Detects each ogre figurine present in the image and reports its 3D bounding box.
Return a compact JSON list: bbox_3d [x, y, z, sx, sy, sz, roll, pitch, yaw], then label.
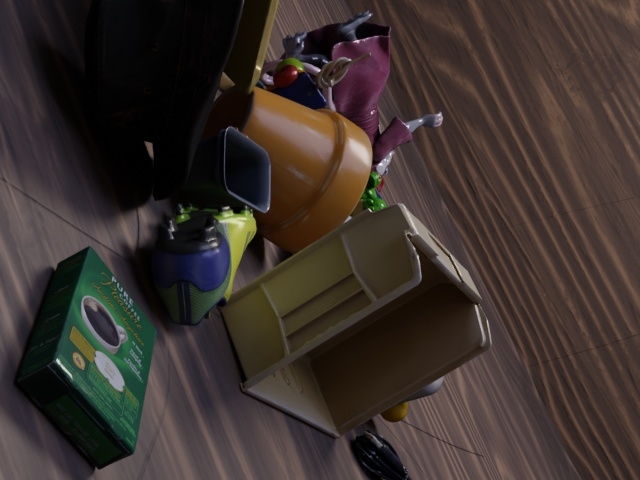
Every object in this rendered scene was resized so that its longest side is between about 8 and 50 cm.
[{"bbox_3d":[0.061,-0.090,2.187,0.197,0.096,0.118,32,21,14],"label":"ogre figurine"}]

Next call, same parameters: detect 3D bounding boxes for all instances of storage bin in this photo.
[{"bbox_3d":[-0.130,-0.089,1.449,0.135,0.091,0.098,31,57,-66],"label":"storage bin"},{"bbox_3d":[0.053,0.103,1.423,0.262,0.260,0.123,40,22,-56],"label":"storage bin"}]

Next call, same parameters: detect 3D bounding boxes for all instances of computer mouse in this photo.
[{"bbox_3d":[0.127,0.384,1.528,0.188,0.072,0.272,54,16,-33],"label":"computer mouse"}]

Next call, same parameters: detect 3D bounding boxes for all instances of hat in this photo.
[{"bbox_3d":[-0.195,-0.213,1.285,0.134,0.331,0.331,13,35,-18],"label":"hat"}]

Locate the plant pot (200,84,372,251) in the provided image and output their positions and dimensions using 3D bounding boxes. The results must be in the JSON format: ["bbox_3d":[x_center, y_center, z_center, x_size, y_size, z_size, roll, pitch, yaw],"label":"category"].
[{"bbox_3d":[-0.065,-0.115,1.596,0.188,0.205,0.205,32,29,-34],"label":"plant pot"}]

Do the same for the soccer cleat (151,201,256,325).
[{"bbox_3d":[-0.133,0.023,1.321,0.289,0.094,0.121,-59,150,-79],"label":"soccer cleat"}]

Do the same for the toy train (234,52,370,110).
[{"bbox_3d":[-0.035,-0.247,1.822,0.105,0.248,0.143,54,11,-29],"label":"toy train"}]

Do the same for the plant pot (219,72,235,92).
[{"bbox_3d":[-0.188,-0.347,1.909,0.236,0.032,0.236,55,16,-24],"label":"plant pot"}]

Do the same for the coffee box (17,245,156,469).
[{"bbox_3d":[-0.194,0.096,0.993,0.113,0.040,0.184,55,15,-27],"label":"coffee box"}]

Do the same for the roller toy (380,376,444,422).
[{"bbox_3d":[0.085,0.147,1.682,0.209,0.146,0.191,49,29,-49],"label":"roller toy"}]

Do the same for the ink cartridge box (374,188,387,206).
[{"bbox_3d":[0.136,0.024,2.298,0.185,0.065,0.311,55,13,-25],"label":"ink cartridge box"}]

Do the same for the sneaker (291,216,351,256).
[{"bbox_3d":[0.000,0.000,1.779,0.258,0.091,0.094,-145,-113,-81],"label":"sneaker"}]

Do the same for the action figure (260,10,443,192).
[{"bbox_3d":[0.072,-0.245,2.264,0.275,0.248,0.370,-53,135,-48],"label":"action figure"}]

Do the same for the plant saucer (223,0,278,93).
[{"bbox_3d":[-0.080,-0.366,1.469,0.081,0.332,0.333,15,11,-4],"label":"plant saucer"}]
